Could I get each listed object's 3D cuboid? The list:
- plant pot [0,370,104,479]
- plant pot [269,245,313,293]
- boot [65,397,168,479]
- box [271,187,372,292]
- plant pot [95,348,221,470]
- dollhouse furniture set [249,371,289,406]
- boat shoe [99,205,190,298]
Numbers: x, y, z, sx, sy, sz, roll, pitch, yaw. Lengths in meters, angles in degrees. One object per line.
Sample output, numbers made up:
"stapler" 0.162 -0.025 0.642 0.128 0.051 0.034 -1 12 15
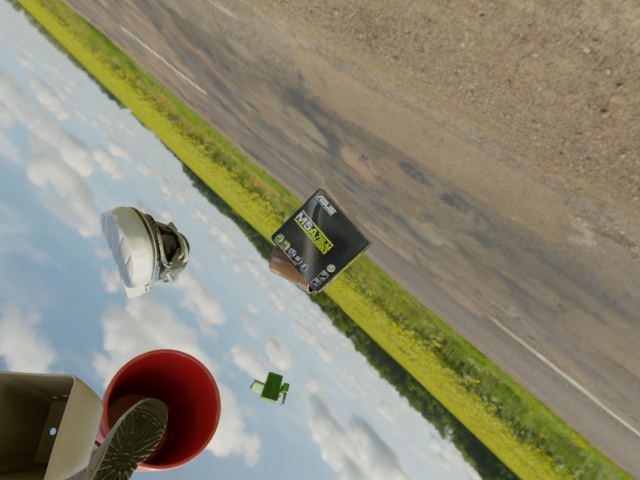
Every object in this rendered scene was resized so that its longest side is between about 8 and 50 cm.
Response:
"plant pot" -0.314 0.214 0.520 0.109 0.108 0.096 1 153 8
"plant pot" -0.081 0.079 1.614 0.165 0.166 0.167 20 169 16
"boot" -0.455 0.420 0.935 0.270 0.236 0.089 -12 126 45
"box" 0.000 0.000 1.141 0.190 0.184 0.045 50 -164 13
"plant pot" -0.419 0.431 1.113 0.275 0.243 0.274 25 -134 -28
"dollhouse furniture set" -0.119 0.350 1.040 0.076 0.058 0.151 21 145 -7
"boat shoe" -0.278 0.013 0.753 0.121 0.119 0.335 67 155 4
